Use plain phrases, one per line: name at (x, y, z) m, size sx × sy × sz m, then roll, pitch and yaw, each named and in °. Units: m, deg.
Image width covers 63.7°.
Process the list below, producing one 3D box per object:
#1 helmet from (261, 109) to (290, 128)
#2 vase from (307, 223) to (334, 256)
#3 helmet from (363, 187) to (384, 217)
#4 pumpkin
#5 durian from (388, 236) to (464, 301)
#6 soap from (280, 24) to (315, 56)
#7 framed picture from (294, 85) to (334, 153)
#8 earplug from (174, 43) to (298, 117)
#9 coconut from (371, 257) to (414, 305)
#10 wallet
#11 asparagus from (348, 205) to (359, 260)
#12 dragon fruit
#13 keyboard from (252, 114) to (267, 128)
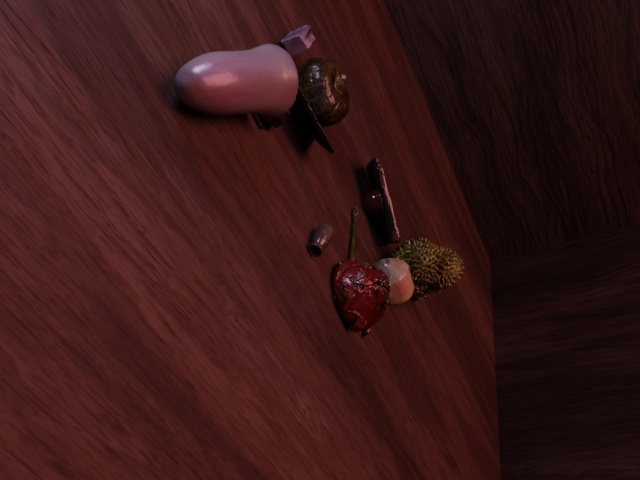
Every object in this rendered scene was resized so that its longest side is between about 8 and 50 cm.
helmet at (-0.122, -0.365, 1.376) m, size 0.098 × 0.070 × 0.123 m, roll 21°, pitch 52°, yaw -68°
vase at (0.000, 0.000, 1.440) m, size 0.053 × 0.053 × 0.101 m, roll 61°, pitch 34°, yaw -24°
helmet at (0.187, -0.130, 1.872) m, size 0.089 × 0.057 × 0.111 m, roll 163°, pitch -85°, yaw -76°
pumpkin at (0.019, -0.480, 1.637) m, size 0.219 × 0.162 × 0.219 m, roll 36°, pitch 45°, yaw -46°
durian at (0.372, 0.099, 1.899) m, size 0.291 × 0.291 × 0.225 m, roll 23°, pitch 45°, yaw -58°
soap at (-0.068, -0.626, 1.615) m, size 0.056 × 0.100 × 0.149 m, roll 60°, pitch 28°, yaw -26°
framed picture at (-0.049, -0.386, 1.499) m, size 0.266 × 0.018 × 0.192 m, roll 58°, pitch -1°, yaw -29°
earplug at (-0.199, -0.350, 1.141) m, size 0.301 × 0.172 × 0.173 m, roll -28°, pitch 100°, yaw -55°
coconut at (0.232, 0.128, 1.719) m, size 0.153 × 0.147 × 0.147 m, roll 63°, pitch 27°, yaw -31°
wallet at (0.231, -0.142, 1.913) m, size 0.169 × 0.044 × 0.317 m, roll 158°, pitch -83°, yaw -85°
asparagus at (0.110, -0.018, 1.696) m, size 0.024 × 0.025 × 0.249 m, roll 36°, pitch 43°, yaw -29°
dragon fruit at (0.147, 0.154, 1.526) m, size 0.218 × 0.148 × 0.224 m, roll 34°, pitch 46°, yaw -53°
keyboard at (-0.182, -0.367, 1.341) m, size 0.155 × 0.010 × 0.053 m, roll 62°, pitch 27°, yaw -22°
